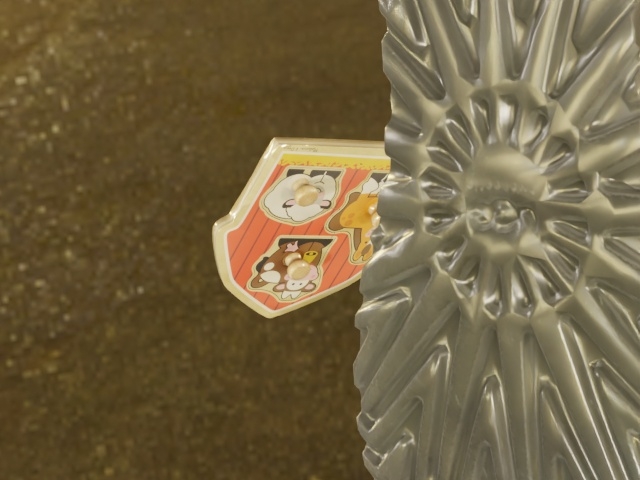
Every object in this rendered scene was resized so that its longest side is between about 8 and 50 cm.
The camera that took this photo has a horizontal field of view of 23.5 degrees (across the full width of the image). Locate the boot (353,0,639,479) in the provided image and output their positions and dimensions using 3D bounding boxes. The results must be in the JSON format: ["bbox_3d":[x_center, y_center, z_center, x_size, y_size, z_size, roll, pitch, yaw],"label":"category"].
[{"bbox_3d":[0.219,-0.049,0.678,0.146,0.367,0.445,16,22,42],"label":"boot"}]

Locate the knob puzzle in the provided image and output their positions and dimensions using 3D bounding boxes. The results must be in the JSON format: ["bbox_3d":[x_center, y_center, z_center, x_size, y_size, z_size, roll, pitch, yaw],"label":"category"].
[{"bbox_3d":[0.000,0.000,1.246,0.213,0.213,0.030,-15,53,-19],"label":"knob puzzle"}]
